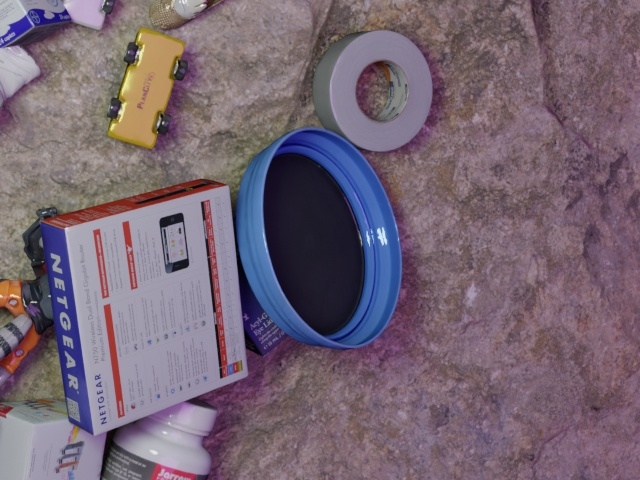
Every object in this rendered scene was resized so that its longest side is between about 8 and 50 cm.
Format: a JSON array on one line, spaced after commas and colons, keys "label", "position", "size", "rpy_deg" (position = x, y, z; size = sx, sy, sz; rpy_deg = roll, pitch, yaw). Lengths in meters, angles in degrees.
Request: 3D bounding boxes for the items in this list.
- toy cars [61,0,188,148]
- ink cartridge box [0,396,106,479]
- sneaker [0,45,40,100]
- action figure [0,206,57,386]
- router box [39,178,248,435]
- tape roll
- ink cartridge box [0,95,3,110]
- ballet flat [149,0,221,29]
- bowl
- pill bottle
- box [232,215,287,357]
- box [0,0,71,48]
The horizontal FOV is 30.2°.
[{"label": "toy cars", "position": [-0.329, -0.344, 1.928], "size": [0.176, 0.087, 0.394], "rpy_deg": [-25, 104, -11]}, {"label": "ink cartridge box", "position": [-0.449, 0.330, 1.898], "size": [0.176, 0.128, 0.127], "rpy_deg": [5, 96, -59]}, {"label": "sneaker", "position": [-0.545, -0.302, 1.816], "size": [0.232, 0.090, 0.115], "rpy_deg": [45, 80, -24]}, {"label": "action figure", "position": [-0.420, 0.141, 1.900], "size": [0.330, 0.178, 0.341], "rpy_deg": [-32, 111, -13]}, {"label": "router box", "position": [-0.269, 0.097, 1.866], "size": [0.301, 0.082, 0.336], "rpy_deg": [-17, 110, -38]}, {"label": "tape roll", "position": [0.096, -0.274, 2.173], "size": [0.219, 0.072, 0.219], "rpy_deg": [-4, 98, -28]}, {"label": "ink cartridge box", "position": [-0.616, -0.305, 1.680], "size": [0.175, 0.069, 0.371], "rpy_deg": [-13, 131, 13]}, {"label": "ballet flat", "position": [-0.195, -0.422, 1.996], "size": [0.206, 0.067, 0.073], "rpy_deg": [-38, 114, -18]}, {"label": "bowl", "position": [0.000, 0.000, 2.063], "size": [0.391, 0.077, 0.391], "rpy_deg": [21, 62, -47]}, {"label": "pill bottle", "position": [-0.288, 0.414, 2.004], "size": [0.176, 0.176, 0.319], "rpy_deg": [22, 87, -29]}, {"label": "box", "position": [-0.119, 0.074, 2.086], "size": [0.153, 0.108, 0.207], "rpy_deg": [-41, 114, -17]}, {"label": "box", "position": [-0.465, -0.373, 1.802], "size": [0.072, 0.126, 0.137], "rpy_deg": [-29, 95, 20]}]
